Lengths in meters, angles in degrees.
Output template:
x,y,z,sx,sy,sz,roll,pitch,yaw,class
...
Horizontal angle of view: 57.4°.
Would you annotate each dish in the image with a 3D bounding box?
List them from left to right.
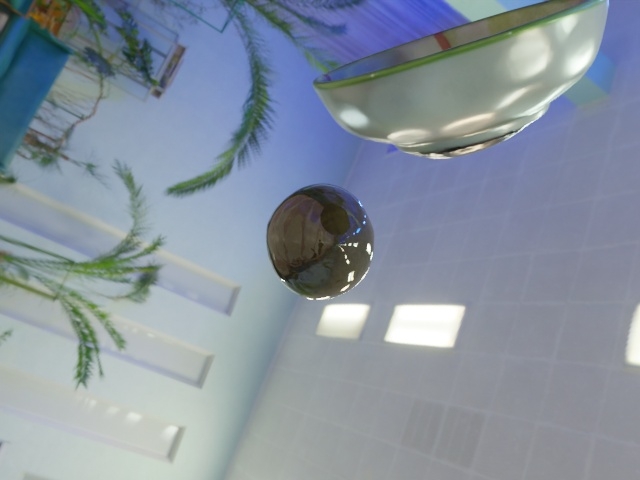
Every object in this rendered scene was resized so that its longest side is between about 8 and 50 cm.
x,y,z,sx,sy,sz,roll,pitch,yaw,class
0.161,-0.174,0.675,0.325,0.124,0.324,-16,-161,6,dish

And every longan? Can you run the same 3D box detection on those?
x,y,z,sx,sy,sz,roll,pitch,yaw,class
0.000,0.000,0.864,0.167,0.167,0.187,-52,-178,24,longan
